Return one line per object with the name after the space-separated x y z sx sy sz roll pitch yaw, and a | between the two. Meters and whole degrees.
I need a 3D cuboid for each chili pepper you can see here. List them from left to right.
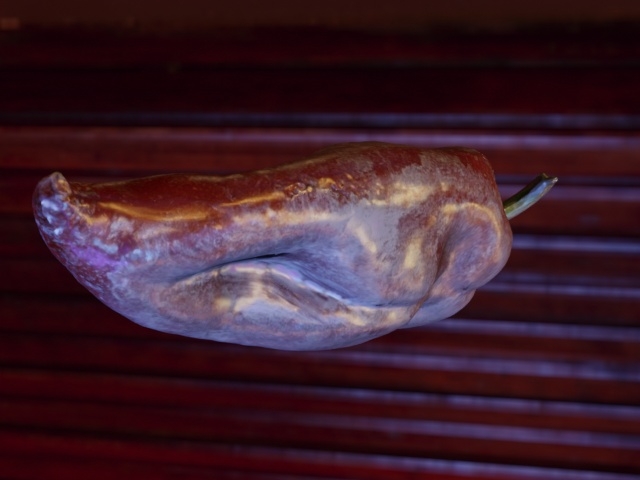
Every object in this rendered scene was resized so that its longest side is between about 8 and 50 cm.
0.001 0.000 0.405 0.153 0.041 0.050 -4 114 -51 | chili pepper
